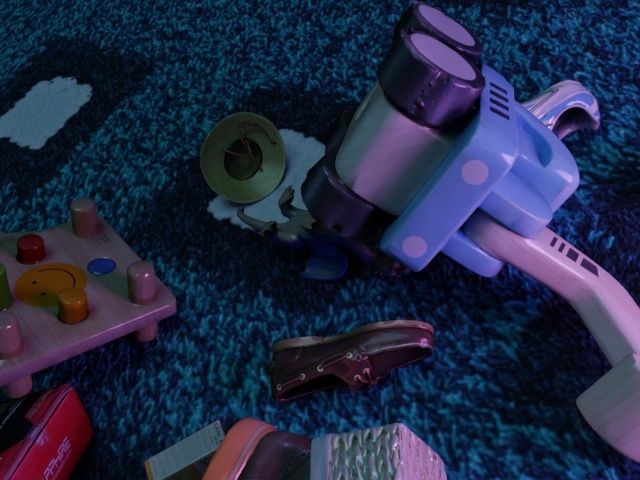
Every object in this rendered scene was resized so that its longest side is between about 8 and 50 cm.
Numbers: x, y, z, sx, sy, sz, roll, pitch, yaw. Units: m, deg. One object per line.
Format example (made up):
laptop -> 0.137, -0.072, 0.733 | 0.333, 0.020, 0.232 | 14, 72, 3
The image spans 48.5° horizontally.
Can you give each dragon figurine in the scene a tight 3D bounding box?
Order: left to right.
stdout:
dragon figurine -> 0.000, 0.000, 0.968 | 0.289, 0.144, 0.085 | -6, 49, 43

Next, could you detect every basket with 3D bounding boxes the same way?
basket -> 0.060, 0.271, 0.678 | 0.103, 0.113, 0.167 | -25, 40, 24

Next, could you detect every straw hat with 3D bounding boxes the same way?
straw hat -> -0.125, -0.129, 1.141 | 0.144, 0.144, 0.061 | -38, 7, -12

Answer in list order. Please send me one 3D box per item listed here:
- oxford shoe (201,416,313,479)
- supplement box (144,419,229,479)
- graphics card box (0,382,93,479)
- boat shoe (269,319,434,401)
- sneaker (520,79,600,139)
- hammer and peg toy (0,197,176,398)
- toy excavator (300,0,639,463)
oxford shoe -> -0.086, 0.349, 0.686 | 0.132, 0.130, 0.364 | 10, 56, 21
supplement box -> -0.144, 0.259, 0.825 | 0.098, 0.062, 0.036 | -29, 46, -2
graphics card box -> -0.484, 0.306, 0.839 | 0.370, 0.094, 0.233 | -16, 19, 7
boat shoe -> 0.037, 0.148, 0.843 | 0.207, 0.073, 0.073 | -15, 49, 19
sneaker -> 0.273, -0.143, 0.984 | 0.237, 0.085, 0.086 | -27, 54, 3
hammer and peg toy -> -0.396, 0.036, 1.010 | 0.266, 0.127, 0.361 | -21, 44, -33
toy excavator -> 0.215, -0.022, 0.788 | 0.445, 0.222, 0.433 | 31, 32, -6
